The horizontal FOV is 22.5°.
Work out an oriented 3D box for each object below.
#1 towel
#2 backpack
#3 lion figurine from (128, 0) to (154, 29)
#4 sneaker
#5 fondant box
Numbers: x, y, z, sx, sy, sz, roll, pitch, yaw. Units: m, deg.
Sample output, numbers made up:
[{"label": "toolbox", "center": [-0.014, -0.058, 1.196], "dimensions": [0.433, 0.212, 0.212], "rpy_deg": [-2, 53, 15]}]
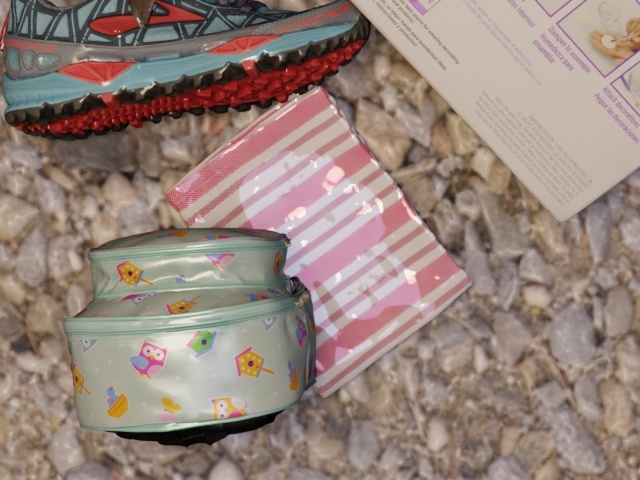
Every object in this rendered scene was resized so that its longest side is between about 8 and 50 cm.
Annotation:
[{"label": "towel", "center": [0.000, 0.000, 1.174], "dimensions": [0.144, 0.029, 0.197], "rpy_deg": [-38, 96, -3]}, {"label": "backpack", "center": [-0.087, 0.064, 1.072], "dimensions": [0.166, 0.188, 0.144], "rpy_deg": [-4, 100, 5]}, {"label": "lion figurine", "center": [-0.141, -0.354, 1.041], "dimensions": [0.240, 0.142, 0.392], "rpy_deg": [21, 84, 1]}, {"label": "sneaker", "center": [-0.098, -0.153, 1.113], "dimensions": [0.262, 0.104, 0.125], "rpy_deg": [-10, 82, 0]}, {"label": "fondant box", "center": [0.211, -0.204, 1.077], "dimensions": [0.330, 0.096, 0.238], "rpy_deg": [-38, 104, 25]}]
